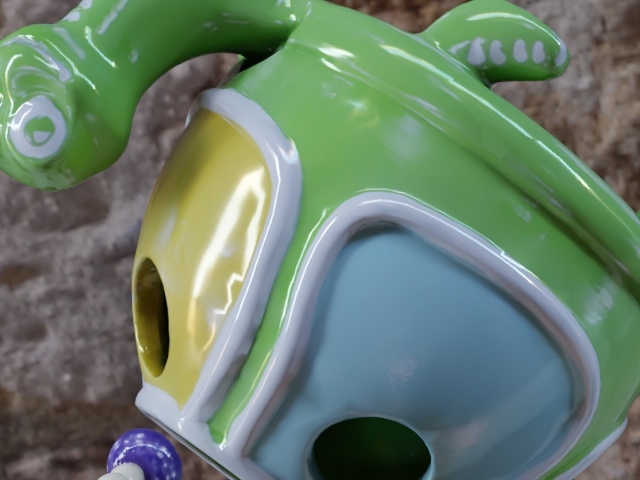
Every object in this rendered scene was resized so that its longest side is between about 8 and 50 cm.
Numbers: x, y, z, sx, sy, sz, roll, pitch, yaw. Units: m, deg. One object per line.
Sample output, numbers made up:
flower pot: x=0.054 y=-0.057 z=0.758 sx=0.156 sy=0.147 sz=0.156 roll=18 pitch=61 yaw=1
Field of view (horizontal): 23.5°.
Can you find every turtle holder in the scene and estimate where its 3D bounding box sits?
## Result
turtle holder: x=0.015 y=0.009 z=0.713 sx=0.243 sy=0.320 sz=0.227 roll=27 pitch=77 yaw=45

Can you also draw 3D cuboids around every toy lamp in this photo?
toy lamp: x=-0.200 y=0.220 z=1.219 sx=0.080 sy=0.080 sz=0.274 roll=-6 pitch=9 yaw=20
